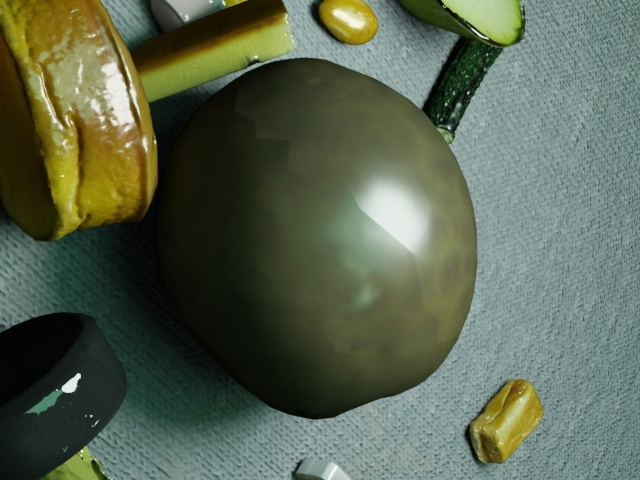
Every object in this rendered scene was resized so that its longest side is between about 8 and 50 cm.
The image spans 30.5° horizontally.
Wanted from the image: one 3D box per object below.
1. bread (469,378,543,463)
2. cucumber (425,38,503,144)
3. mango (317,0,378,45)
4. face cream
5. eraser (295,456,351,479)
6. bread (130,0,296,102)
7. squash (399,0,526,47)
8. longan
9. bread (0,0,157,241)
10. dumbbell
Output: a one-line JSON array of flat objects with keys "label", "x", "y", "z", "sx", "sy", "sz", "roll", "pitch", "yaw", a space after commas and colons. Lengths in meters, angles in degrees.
[{"label": "bread", "x": 0.266, "y": 0.259, "z": 1.682, "sx": 0.132, "sy": 0.053, "sz": 0.074, "roll": -43, "pitch": 121, "yaw": -34}, {"label": "cucumber", "x": 0.193, "y": -0.214, "z": 1.626, "sx": 0.058, "sy": 0.058, "sz": 0.187, "roll": 46, "pitch": 62, "yaw": -32}, {"label": "mango", "x": 0.033, "y": -0.280, "z": 1.484, "sx": 0.089, "sy": 0.046, "sz": 0.060, "roll": 15, "pitch": 80, "yaw": -37}, {"label": "face cream", "x": -0.106, "y": -0.290, "z": 1.349, "sx": 0.198, "sy": 0.057, "sz": 0.084, "roll": -45, "pitch": 121, "yaw": -34}, {"label": "eraser", "x": 0.020, "y": 0.309, "z": 1.447, "sx": 0.105, "sy": 0.065, "sz": 0.026, "roll": 51, "pitch": 57, "yaw": -30}, {"label": "bread", "x": -0.138, "y": -0.197, "z": 1.252, "sx": 0.226, "sy": 0.088, "sz": 0.049, "roll": -20, "pitch": 122, "yaw": 2}, {"label": "squash", "x": 0.200, "y": -0.351, "z": 1.570, "sx": 0.237, "sy": 0.155, "sz": 0.204, "roll": -5, "pitch": 94, "yaw": -41}, {"label": "longan", "x": 0.000, "y": 0.000, "z": 1.263, "sx": 0.404, "sy": 0.336, "sz": 0.404, "roll": -20, "pitch": 90, "yaw": -76}, {"label": "bread", "x": -0.252, "y": -0.131, "z": 1.124, "sx": 0.143, "sy": 0.195, "sz": 0.269, "roll": -25, "pitch": 109, "yaw": -33}, {"label": "dumbbell", "x": -0.228, "y": 0.250, "z": 1.128, "sx": 0.204, "sy": 0.204, "sz": 0.322, "roll": -42, "pitch": 116, "yaw": -35}]
